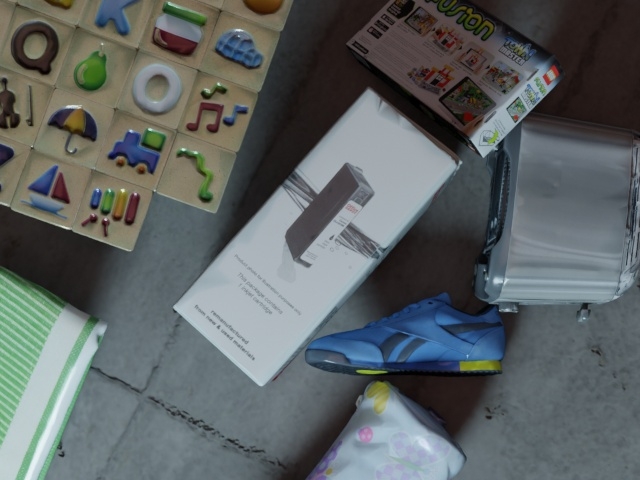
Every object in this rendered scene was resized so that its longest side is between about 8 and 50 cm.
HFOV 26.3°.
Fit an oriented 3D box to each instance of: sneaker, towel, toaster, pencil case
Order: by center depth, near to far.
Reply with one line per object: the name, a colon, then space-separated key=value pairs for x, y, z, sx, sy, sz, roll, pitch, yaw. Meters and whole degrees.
pencil case: x=0.020 y=0.267 z=1.333 sx=0.124 sy=0.113 sz=0.273 roll=39 pitch=88 yaw=12
toaster: x=0.236 y=-0.036 z=1.344 sx=0.147 sy=0.129 sz=0.226 roll=7 pitch=82 yaw=-2
sneaker: x=0.083 y=0.093 z=1.349 sx=0.209 sy=0.069 sz=0.082 roll=1 pitch=82 yaw=-18
towel: x=-0.395 y=0.109 z=1.358 sx=0.325 sy=0.038 sz=0.247 roll=27 pitch=107 yaw=4

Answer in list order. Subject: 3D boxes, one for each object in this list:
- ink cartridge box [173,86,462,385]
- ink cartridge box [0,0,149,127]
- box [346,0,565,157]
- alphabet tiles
ink cartridge box: x=0.000 y=0.000 z=1.309 sx=0.114 sy=0.197 sz=0.273 roll=42 pitch=88 yaw=4
ink cartridge box: x=-0.235 y=-0.168 z=1.316 sx=0.160 sy=0.219 sz=0.092 roll=-34 pitch=86 yaw=-1
box: x=0.128 y=-0.178 z=1.342 sx=0.114 sy=0.036 sz=0.207 roll=-44 pitch=49 yaw=-2
alphabet tiles: x=-0.187 y=-0.179 z=1.204 sx=0.285 sy=0.011 sz=0.342 roll=20 pitch=88 yaw=0
